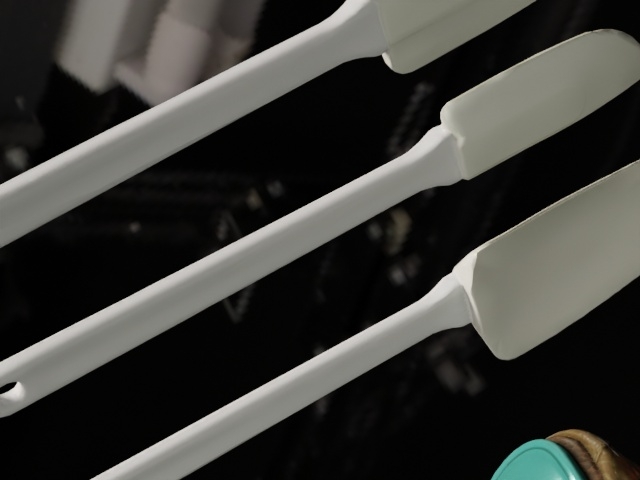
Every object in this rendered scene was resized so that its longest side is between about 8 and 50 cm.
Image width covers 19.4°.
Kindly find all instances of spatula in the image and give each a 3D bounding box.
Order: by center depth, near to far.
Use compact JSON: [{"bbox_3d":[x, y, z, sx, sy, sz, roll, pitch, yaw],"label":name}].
[{"bbox_3d":[0.000,0.000,0.547,0.242,0.019,0.168,-30,-44,-10],"label":"spatula"}]

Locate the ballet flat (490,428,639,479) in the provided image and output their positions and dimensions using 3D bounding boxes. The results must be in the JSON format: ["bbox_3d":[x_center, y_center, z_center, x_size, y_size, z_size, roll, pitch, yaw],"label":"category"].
[{"bbox_3d":[0.173,0.232,0.840,0.124,0.342,0.116,21,-59,-32],"label":"ballet flat"}]
